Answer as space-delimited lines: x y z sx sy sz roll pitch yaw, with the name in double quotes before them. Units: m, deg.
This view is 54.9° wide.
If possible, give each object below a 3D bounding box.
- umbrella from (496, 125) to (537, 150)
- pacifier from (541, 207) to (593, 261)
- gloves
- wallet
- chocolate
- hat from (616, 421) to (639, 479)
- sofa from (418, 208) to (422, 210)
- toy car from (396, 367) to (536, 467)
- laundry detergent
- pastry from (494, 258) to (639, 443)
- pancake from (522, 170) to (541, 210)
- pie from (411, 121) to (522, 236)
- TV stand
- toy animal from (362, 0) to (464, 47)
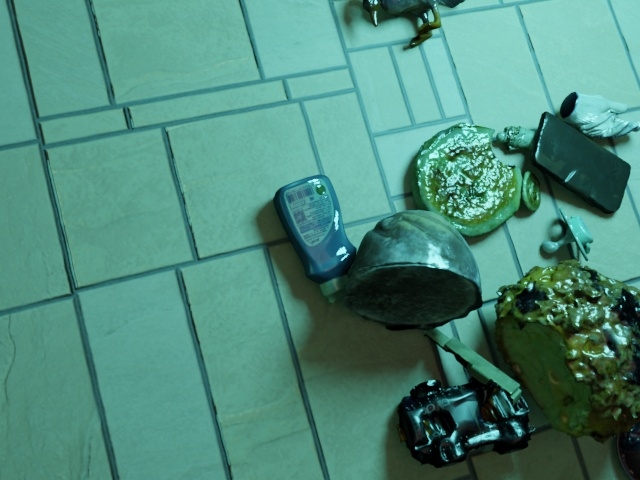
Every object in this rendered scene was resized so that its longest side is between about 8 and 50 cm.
"umbrella" 0.522 -0.263 1.596 0.144 0.062 0.067 3 109 -12
"pacifier" 0.618 -0.004 1.553 0.117 0.127 0.150 -29 65 20
"gloves" 0.747 -0.328 1.634 0.229 0.097 0.119 15 81 -4
"wallet" 0.676 -0.198 1.595 0.310 0.042 0.165 28 70 -18
"chocolate" 0.202 0.045 1.370 0.303 0.303 0.212 13 56 -9
"hat" 0.817 0.510 1.484 0.206 0.089 0.205 2 78 -11
"sofa" 0.257 -0.013 1.497 0.060 0.039 0.118 -41 90 -15
"toy car" 0.319 0.399 1.388 0.301 0.118 0.193 -10 62 -10
"laundry detergent" 0.000 0.000 1.418 0.143 0.094 0.289 -19 86 -21
"pastry" 0.605 0.227 1.397 0.337 0.292 0.405 -25 75 -26
"pancake" 0.536 -0.125 1.564 0.108 0.017 0.108 8 79 -50
"pie" 0.364 -0.150 1.530 0.303 0.067 0.302 2 81 -13
"TV stand" 0.340 0.275 1.389 0.036 0.042 0.249 -33 52 -28
"toy animal" 0.247 -0.610 1.570 0.298 0.122 0.185 -28 86 -17
